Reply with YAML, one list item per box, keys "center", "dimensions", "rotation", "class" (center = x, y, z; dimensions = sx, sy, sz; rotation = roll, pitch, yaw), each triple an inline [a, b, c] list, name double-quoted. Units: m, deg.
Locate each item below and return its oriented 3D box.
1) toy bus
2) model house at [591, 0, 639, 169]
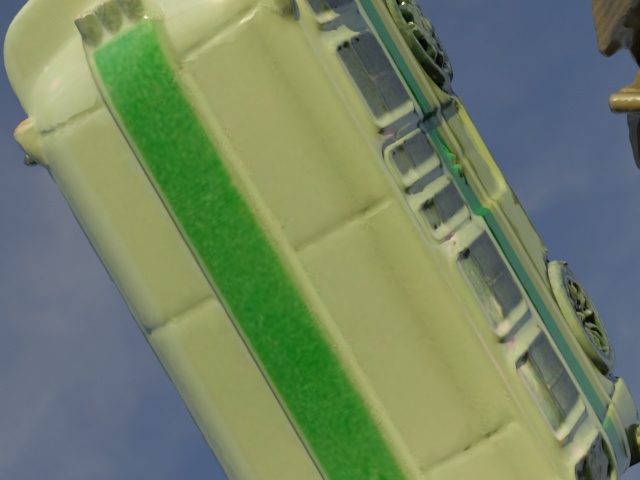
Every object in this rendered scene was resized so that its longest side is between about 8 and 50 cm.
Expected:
- center: [0.000, 0.000, 0.630]
  dimensions: [0.133, 0.165, 0.276]
  rotation: [-30, -87, 17]
  class: "toy bus"
- center: [0.262, -0.147, 1.210]
  dimensions: [0.188, 0.122, 0.229]
  rotation: [19, -119, -49]
  class: "model house"
